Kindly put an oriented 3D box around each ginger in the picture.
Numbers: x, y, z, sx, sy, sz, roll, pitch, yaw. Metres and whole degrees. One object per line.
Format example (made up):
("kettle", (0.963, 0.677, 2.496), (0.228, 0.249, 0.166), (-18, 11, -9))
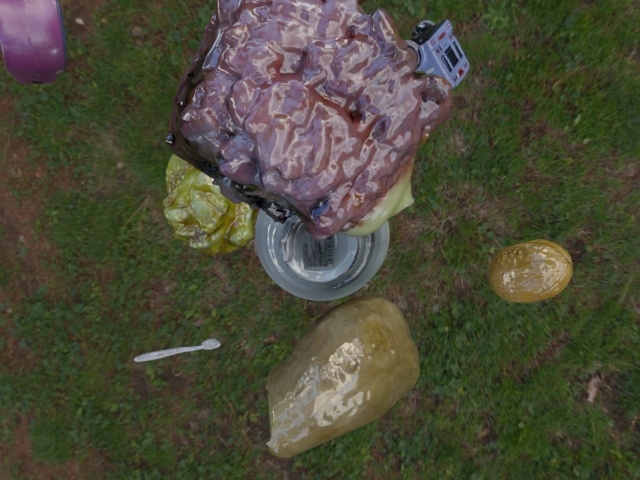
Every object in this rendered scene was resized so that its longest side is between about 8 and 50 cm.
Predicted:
("ginger", (0.032, 0.151, 0.611), (0.138, 0.267, 0.152), (60, 145, 9))

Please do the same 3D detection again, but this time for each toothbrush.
("toothbrush", (-0.436, 0.331, 1.514), (0.307, 0.030, 0.025), (-14, 47, 18))

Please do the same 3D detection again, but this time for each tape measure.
("tape measure", (-0.319, -0.234, 0.546), (0.074, 0.125, 0.118), (-12, 77, -26))

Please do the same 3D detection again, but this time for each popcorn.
("popcorn", (-0.321, -0.114, 1.422), (0.321, 0.290, 0.326), (-9, 121, 54))

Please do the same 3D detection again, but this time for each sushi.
("sushi", (-0.015, -0.096, 0.451), (0.236, 0.270, 0.171), (34, 86, -15))

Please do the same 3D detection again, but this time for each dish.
("dish", (0.000, 0.000, 0.933), (0.260, 0.085, 0.260), (1, 103, 3))

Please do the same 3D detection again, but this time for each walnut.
("walnut", (0.512, 0.077, 1.244), (0.206, 0.159, 0.159), (-18, 87, 47))

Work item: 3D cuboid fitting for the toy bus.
("toy bus", (0.078, -0.176, 0.574), (0.167, 0.073, 0.076), (-19, 117, 47))
